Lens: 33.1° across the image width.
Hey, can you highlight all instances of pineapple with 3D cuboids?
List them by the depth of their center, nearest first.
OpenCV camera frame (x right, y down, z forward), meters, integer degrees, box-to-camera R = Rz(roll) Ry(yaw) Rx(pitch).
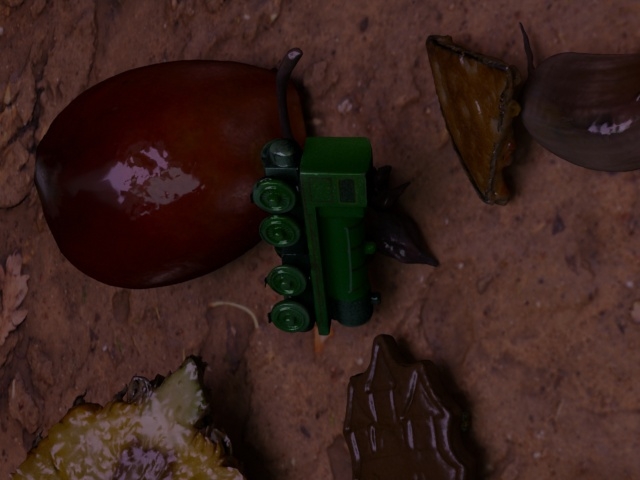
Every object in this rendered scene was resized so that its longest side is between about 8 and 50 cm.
[{"bbox_3d":[-0.181,0.290,1.332,0.344,0.209,0.286,21,78,15],"label":"pineapple"}]

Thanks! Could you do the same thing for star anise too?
[{"bbox_3d":[0.015,-0.056,1.089,0.148,0.227,0.219,31,101,44],"label":"star anise"}]

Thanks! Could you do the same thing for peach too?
[{"bbox_3d":[-0.165,-0.089,1.279,0.338,0.281,0.281,-21,75,5],"label":"peach"}]

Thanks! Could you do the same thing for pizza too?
[{"bbox_3d":[0.152,-0.141,1.022,0.176,0.036,0.185,109,142,-65],"label":"pizza"}]

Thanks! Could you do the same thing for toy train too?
[{"bbox_3d":[0.000,0.000,1.085,0.119,0.085,0.251,1,134,8],"label":"toy train"}]

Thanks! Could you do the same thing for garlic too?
[{"bbox_3d":[0.245,-0.130,0.971,0.198,0.090,0.129,15,87,47],"label":"garlic"}]

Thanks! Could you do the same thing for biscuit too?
[{"bbox_3d":[0.083,0.205,1.127,0.182,0.034,0.215,-22,78,50],"label":"biscuit"}]

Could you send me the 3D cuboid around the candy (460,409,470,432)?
[{"bbox_3d":[0.129,0.206,1.116,0.083,0.023,0.025,-59,13,33],"label":"candy"}]
